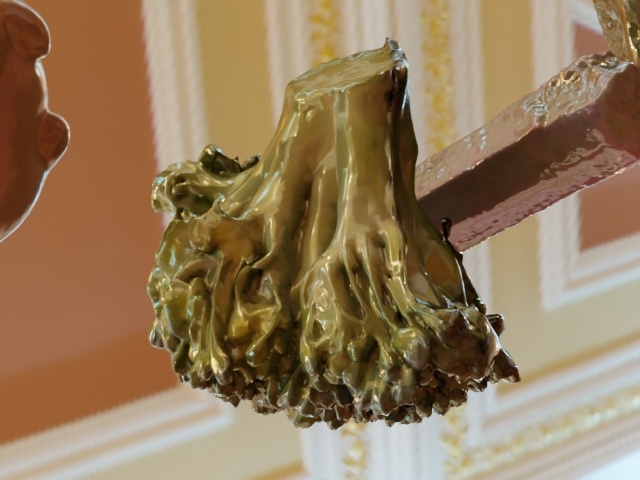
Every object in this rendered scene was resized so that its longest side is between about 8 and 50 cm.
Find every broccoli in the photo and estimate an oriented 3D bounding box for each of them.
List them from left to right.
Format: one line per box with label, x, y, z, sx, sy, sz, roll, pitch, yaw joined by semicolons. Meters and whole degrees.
broccoli;0.000;0.000;1.093;0.248;0.288;0.245;-23;-68;-55

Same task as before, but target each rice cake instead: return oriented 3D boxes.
rice cake;0.097;-0.028;1.201;0.073;0.365;0.056;37;-132;-21

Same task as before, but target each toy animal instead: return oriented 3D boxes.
toy animal;-0.278;-0.074;1.064;0.229;0.221;0.210;-20;-68;-14

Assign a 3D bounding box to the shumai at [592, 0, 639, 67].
shumai;0.322;-0.164;1.327;0.204;0.272;0.222;-19;-66;6
